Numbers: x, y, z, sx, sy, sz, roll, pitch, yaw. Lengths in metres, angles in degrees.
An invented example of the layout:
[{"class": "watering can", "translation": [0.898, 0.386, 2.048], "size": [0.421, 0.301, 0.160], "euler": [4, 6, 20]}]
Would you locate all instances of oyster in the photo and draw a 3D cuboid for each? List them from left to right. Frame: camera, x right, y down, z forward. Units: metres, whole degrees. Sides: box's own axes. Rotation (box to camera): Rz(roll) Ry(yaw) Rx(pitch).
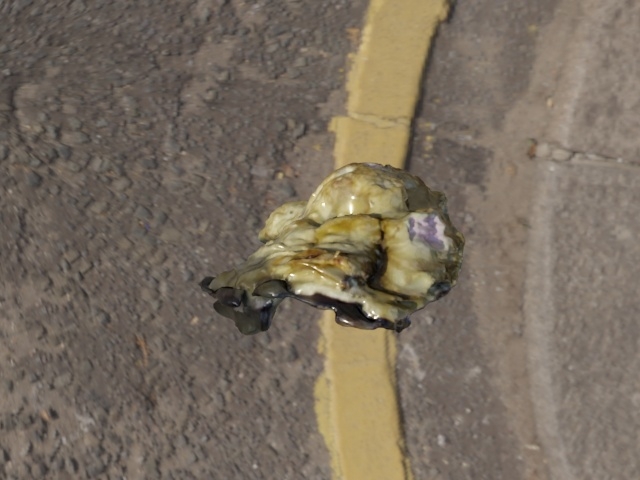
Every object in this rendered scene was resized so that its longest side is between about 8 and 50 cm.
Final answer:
[{"class": "oyster", "translation": [0.000, 0.000, 0.572], "size": [0.163, 0.191, 0.081], "euler": [-15, 99, -29]}]
